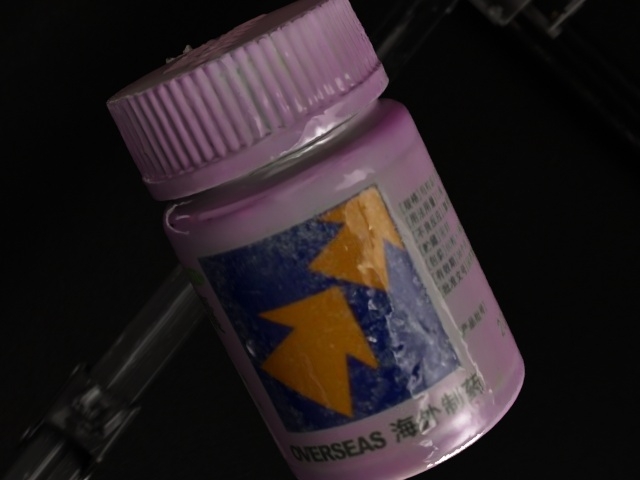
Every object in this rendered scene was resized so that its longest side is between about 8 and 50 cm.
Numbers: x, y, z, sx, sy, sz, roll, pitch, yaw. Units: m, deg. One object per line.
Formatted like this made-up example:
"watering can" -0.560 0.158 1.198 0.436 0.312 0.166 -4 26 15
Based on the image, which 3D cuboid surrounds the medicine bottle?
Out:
"medicine bottle" 0.000 0.000 0.806 0.178 0.178 0.290 -33 -73 -24
